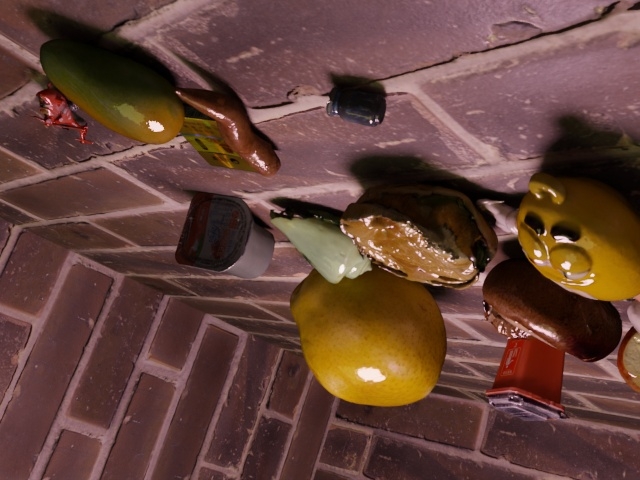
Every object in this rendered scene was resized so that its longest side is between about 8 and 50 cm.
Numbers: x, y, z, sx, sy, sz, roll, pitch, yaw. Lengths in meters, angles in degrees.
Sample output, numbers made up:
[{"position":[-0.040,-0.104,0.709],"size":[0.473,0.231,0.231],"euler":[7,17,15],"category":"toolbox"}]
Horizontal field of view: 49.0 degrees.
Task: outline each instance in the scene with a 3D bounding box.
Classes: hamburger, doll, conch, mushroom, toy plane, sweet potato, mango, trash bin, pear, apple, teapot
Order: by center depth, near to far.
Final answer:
[{"position":[0.055,-0.201,1.032],"size":[0.083,0.063,0.049],"euler":[16,131,17],"category":"teapot"},{"position":[0.432,0.018,1.133],"size":[0.423,0.161,0.348],"euler":[31,177,-13],"category":"doll"},{"position":[-0.348,-0.247,1.176],"size":[0.251,0.114,0.156],"euler":[21,170,-12],"category":"mango"},{"position":[-0.149,-0.197,1.213],"size":[0.067,0.059,0.281],"euler":[12,162,25],"category":"sweet potato"},{"position":[0.189,-0.015,1.307],"size":[0.265,0.134,0.285],"euler":[14,158,37],"category":"hamburger"},{"position":[0.454,0.134,1.395],"size":[0.297,0.163,0.278],"euler":[26,173,-37],"category":"mushroom"},{"position":[-0.509,-0.249,1.419],"size":[0.126,0.077,0.194],"euler":[12,170,31],"category":"toy plane"},{"position":[0.735,0.251,1.480],"size":[0.195,0.173,0.160],"euler":[12,160,33],"category":"apple"},{"position":[0.015,-0.006,1.577],"size":[0.250,0.137,0.143],"euler":[45,-178,-17],"category":"conch"},{"position":[0.119,0.223,1.749],"size":[0.418,0.362,0.362],"euler":[45,164,7],"category":"pear"},{"position":[0.564,0.347,1.843],"size":[0.184,0.239,0.161],"euler":[24,160,-9],"category":"trash bin"}]

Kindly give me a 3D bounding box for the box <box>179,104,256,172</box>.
[{"position":[-0.199,-0.192,1.336],"size":[0.121,0.030,0.193],"euler":[11,160,25],"category":"box"}]

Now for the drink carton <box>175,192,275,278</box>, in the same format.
[{"position":[-0.216,0.010,1.726],"size":[0.191,0.185,0.189],"euler":[8,162,26],"category":"drink carton"}]
